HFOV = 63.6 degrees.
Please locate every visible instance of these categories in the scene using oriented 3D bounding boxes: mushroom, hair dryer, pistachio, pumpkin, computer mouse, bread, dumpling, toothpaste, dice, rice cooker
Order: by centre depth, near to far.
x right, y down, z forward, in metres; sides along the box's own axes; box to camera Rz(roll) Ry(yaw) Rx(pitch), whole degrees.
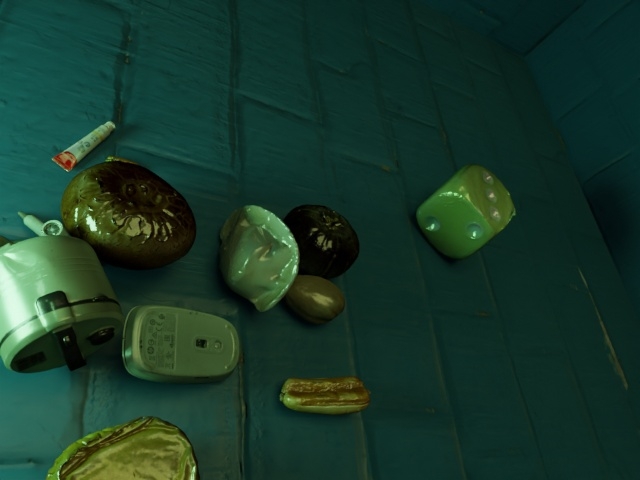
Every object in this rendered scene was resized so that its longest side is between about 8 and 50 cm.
[{"bbox_3d":[-0.353,0.447,0.923,0.254,0.142,0.227,-10,69,-37],"label":"bread"},{"bbox_3d":[-0.502,0.129,0.969,0.226,0.226,0.244,-19,67,-42],"label":"rice cooker"},{"bbox_3d":[-0.588,-0.028,1.081,0.183,0.155,0.044,35,62,10],"label":"hair dryer"},{"bbox_3d":[-0.300,0.229,1.117,0.289,0.097,0.159,17,62,-42],"label":"computer mouse"},{"bbox_3d":[-0.418,-0.061,1.156,0.297,0.163,0.278,33,24,-6],"label":"mushroom"},{"bbox_3d":[-0.159,0.029,1.281,0.243,0.227,0.175,41,30,-1],"label":"dumpling"},{"bbox_3d":[-0.583,-0.242,1.291,0.048,0.031,0.190,41,48,-11],"label":"toothpaste"},{"bbox_3d":[-0.020,0.155,1.376,0.186,0.108,0.126,19,74,-15],"label":"pistachio"},{"bbox_3d":[0.000,-0.002,1.454,0.238,0.159,0.238,18,39,-15],"label":"pumpkin"},{"bbox_3d":[0.513,-0.103,1.836,0.250,0.254,0.252,47,47,3],"label":"dice"}]

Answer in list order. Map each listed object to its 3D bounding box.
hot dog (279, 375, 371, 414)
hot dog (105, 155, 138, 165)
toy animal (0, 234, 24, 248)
[{"bbox_3d":[0.018,0.387,1.270,0.249,0.076,0.102,5,30,-26],"label":"hot dog"},{"bbox_3d":[-0.506,-0.197,1.321,0.083,0.021,0.037,10,55,-32],"label":"hot dog"},{"bbox_3d":[-0.672,0.033,1.001,0.251,0.127,0.125,0,44,-50],"label":"toy animal"}]
